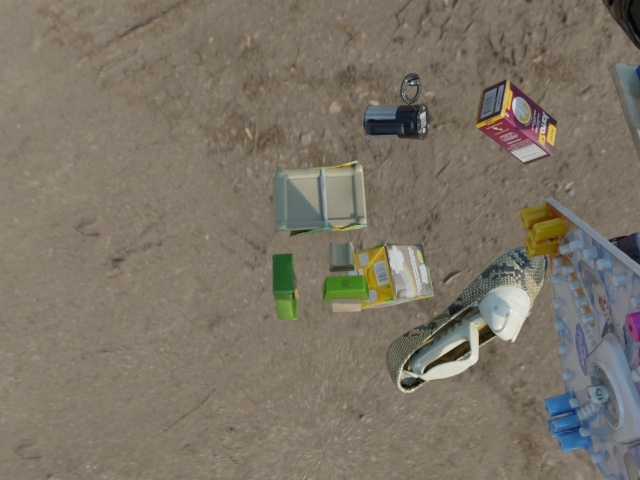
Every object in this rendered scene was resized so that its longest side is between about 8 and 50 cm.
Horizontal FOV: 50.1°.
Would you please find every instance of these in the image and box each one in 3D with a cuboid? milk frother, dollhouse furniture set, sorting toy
[{"bbox_3d":[0.166,-0.300,1.549,0.135,0.129,0.143,4,95,26],"label":"milk frother"},{"bbox_3d":[0.000,0.000,1.463,0.198,0.151,0.301,-3,64,2],"label":"dollhouse furniture set"},{"bbox_3d":[0.747,-0.270,1.363,0.257,0.089,0.255,2,59,-6],"label":"sorting toy"}]

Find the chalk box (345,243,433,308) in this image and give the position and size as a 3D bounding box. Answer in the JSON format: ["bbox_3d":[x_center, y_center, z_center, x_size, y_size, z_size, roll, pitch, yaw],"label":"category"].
[{"bbox_3d":[0.175,0.085,1.635,0.132,0.213,0.132,-18,77,38],"label":"chalk box"}]

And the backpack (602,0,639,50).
[{"bbox_3d":[0.326,-0.268,0.667,0.101,0.120,0.098,-32,52,11],"label":"backpack"}]

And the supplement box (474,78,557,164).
[{"bbox_3d":[0.455,-0.272,1.590,0.188,0.081,0.104,29,63,-28],"label":"supplement box"}]

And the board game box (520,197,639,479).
[{"bbox_3d":[0.345,0.186,0.829,0.050,0.390,0.390,-13,111,2],"label":"board game box"}]

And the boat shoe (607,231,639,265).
[{"bbox_3d":[0.754,0.140,1.661,0.127,0.158,0.340,8,64,-27],"label":"boat shoe"}]

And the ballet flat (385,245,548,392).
[{"bbox_3d":[0.359,0.214,1.631,0.483,0.182,0.164,-40,114,19],"label":"ballet flat"}]
